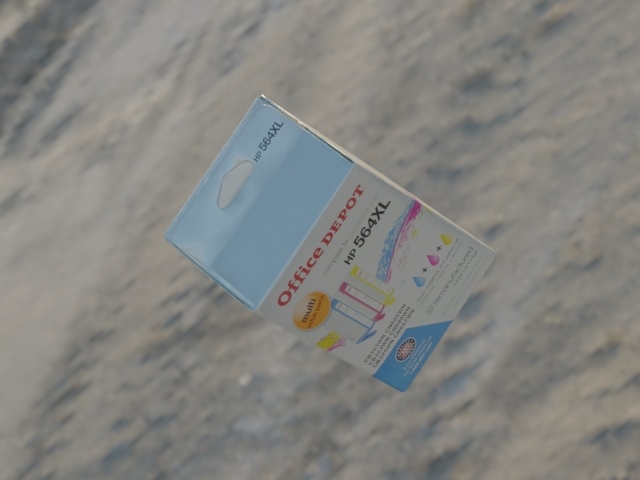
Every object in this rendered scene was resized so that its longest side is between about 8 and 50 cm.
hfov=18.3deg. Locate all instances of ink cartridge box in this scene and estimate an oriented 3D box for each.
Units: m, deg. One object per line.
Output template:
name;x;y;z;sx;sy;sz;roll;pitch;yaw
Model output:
ink cartridge box;0.000;0.000;1.020;0.090;0.143;0.092;37;95;45
